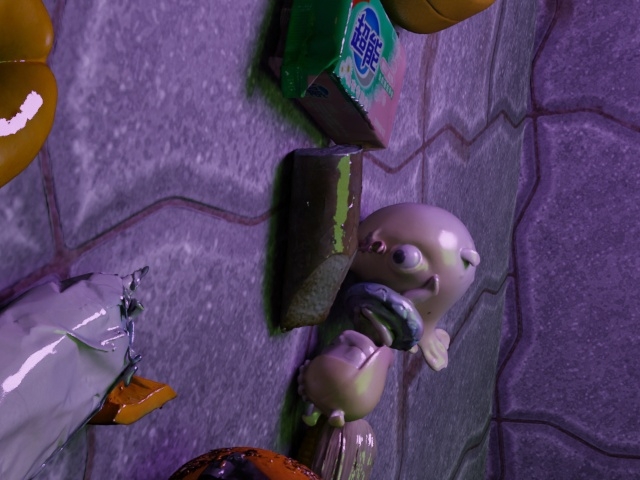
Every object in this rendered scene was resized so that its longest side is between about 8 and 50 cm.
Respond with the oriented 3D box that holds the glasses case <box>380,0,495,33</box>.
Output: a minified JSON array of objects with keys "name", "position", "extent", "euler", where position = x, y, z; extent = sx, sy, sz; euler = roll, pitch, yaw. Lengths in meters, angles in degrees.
[{"name":"glasses case","position":[0.174,-0.413,1.257],"extent":[0.173,0.141,0.371],"euler":[66,27,-7]}]

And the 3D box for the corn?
[{"name":"corn","position":[0.002,0.410,1.218],"extent":[0.122,0.123,0.305],"euler":[30,69,-38]}]

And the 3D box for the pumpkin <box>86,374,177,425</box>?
[{"name":"pumpkin","position":[-0.188,0.142,0.757],"extent":[0.101,0.073,0.035],"euler":[-23,123,-66]}]

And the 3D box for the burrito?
[{"name":"burrito","position":[-0.251,0.131,0.576],"extent":[0.445,0.101,0.138],"euler":[-42,144,-57]}]

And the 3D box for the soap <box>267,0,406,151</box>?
[{"name":"soap","position":[0.033,-0.241,1.081],"extent":[0.273,0.098,0.217],"euler":[39,57,-66]}]

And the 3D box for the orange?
[{"name":"orange","position":[-0.075,0.332,0.886],"extent":[0.182,0.235,0.234],"euler":[-78,162,-49]}]

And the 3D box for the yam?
[{"name":"yam","position":[0.000,0.000,1.098],"extent":[0.106,0.106,0.259],"euler":[-16,112,-64]}]

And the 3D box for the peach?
[{"name":"peach","position":[-0.238,-0.110,0.513],"extent":[0.179,0.103,0.179],"euler":[9,90,-71]}]

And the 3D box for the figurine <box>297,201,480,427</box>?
[{"name":"figurine","position":[0.111,0.136,1.266],"extent":[0.274,0.227,0.394],"euler":[51,58,-26]}]
